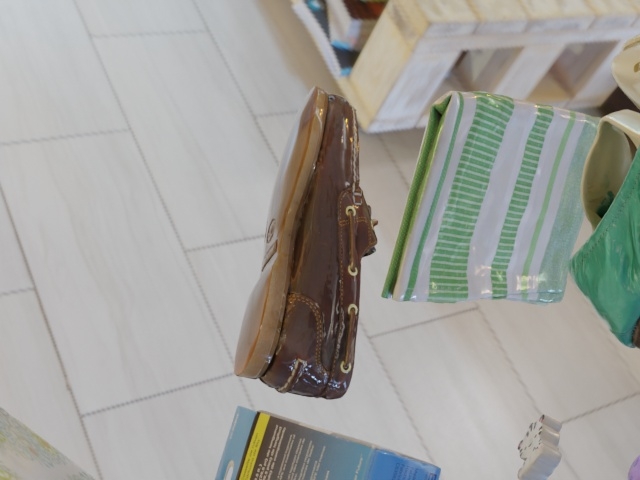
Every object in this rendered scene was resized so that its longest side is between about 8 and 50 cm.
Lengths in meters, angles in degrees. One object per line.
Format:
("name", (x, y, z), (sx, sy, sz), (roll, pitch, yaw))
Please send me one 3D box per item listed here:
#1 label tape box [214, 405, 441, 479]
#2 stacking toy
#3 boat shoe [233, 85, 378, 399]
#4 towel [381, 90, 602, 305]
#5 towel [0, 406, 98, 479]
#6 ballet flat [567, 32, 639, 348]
("label tape box", (-0.023, 0.362, 1.150), (0.115, 0.347, 0.249), (22, 78, -28))
("stacking toy", (0.269, 0.136, 0.662), (0.167, 0.221, 0.052), (28, 30, -2))
("boat shoe", (0.000, 0.000, 0.584), (0.073, 0.073, 0.207), (17, 67, -14))
("towel", (0.215, -0.040, 1.054), (0.324, 0.248, 0.038), (3, 15, -43))
("towel", (-0.350, 0.382, 1.217), (0.090, 0.320, 0.374), (-47, 115, -8))
("ballet flat", (0.161, -0.044, 0.409), (0.083, 0.247, 0.087), (-28, 57, -24))
